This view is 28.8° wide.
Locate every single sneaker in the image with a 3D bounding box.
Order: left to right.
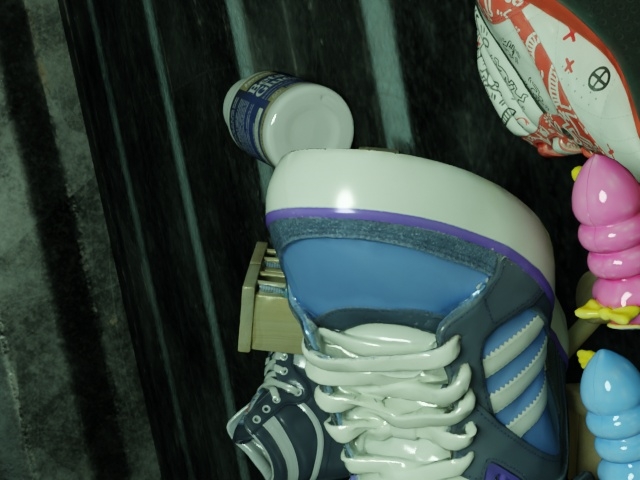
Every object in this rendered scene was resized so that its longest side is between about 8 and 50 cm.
[{"bbox_3d":[-0.037,0.127,1.340,0.099,0.153,0.282,137,119,-69],"label":"sneaker"},{"bbox_3d":[0.053,0.115,0.654,0.323,0.130,0.236,44,-128,-58],"label":"sneaker"},{"bbox_3d":[0.182,-0.076,0.727,0.270,0.090,0.145,53,169,25],"label":"sneaker"}]

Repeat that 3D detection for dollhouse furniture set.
[{"bbox_3d":[0.000,0.000,1.159,0.129,0.129,0.184,-81,-3,-70],"label":"dollhouse furniture set"}]

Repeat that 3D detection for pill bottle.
[{"bbox_3d":[-0.041,-0.123,1.270,0.169,0.094,0.094,-149,48,-63],"label":"pill bottle"}]

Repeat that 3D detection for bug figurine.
[{"bbox_3d":[0.208,0.048,0.583,0.279,0.072,0.216,-8,106,49],"label":"bug figurine"}]

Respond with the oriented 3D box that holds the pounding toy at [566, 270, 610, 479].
[{"bbox_3d":[0.206,0.119,0.784,0.181,0.094,0.206,-153,63,-70],"label":"pounding toy"}]
